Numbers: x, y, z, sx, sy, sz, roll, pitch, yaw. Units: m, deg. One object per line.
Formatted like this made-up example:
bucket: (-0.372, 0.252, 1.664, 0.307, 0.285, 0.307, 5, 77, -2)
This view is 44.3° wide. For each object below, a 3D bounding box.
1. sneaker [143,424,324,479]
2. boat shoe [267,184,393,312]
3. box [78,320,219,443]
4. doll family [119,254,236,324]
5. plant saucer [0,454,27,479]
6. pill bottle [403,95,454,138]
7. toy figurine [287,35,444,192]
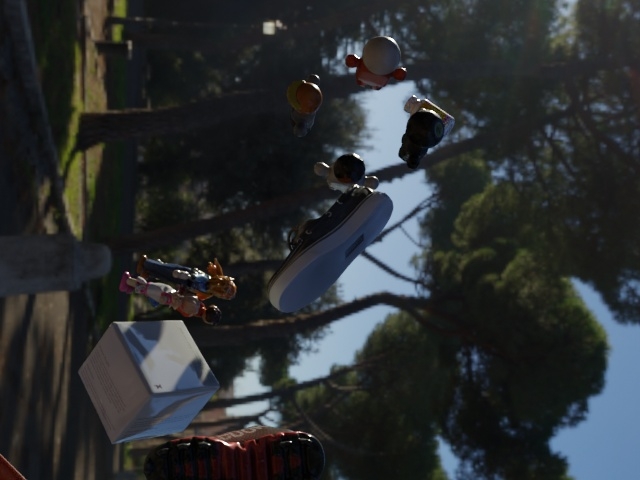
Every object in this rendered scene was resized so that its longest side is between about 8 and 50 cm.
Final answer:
sneaker: (-0.138, 0.347, 1.232, 0.135, 0.275, 0.098, 156, -67, -74)
boat shoe: (0.000, 0.000, 1.000, 0.076, 0.228, 0.080, 30, -33, 27)
box: (-0.189, 0.152, 0.862, 0.087, 0.102, 0.101, -51, -122, 25)
doll family: (-0.233, 0.074, 1.396, 0.263, 0.163, 0.119, 65, 41, -78)
plant saucer: (-0.642, 0.495, 1.377, 0.258, 0.259, 0.048, 21, -51, 39)
pill bottle: (0.181, -0.208, 1.319, 0.083, 0.043, 0.043, 38, -31, 16)
toy figurine: (0.066, -0.189, 1.235, 0.213, 0.209, 0.148, 63, -7, 3)
